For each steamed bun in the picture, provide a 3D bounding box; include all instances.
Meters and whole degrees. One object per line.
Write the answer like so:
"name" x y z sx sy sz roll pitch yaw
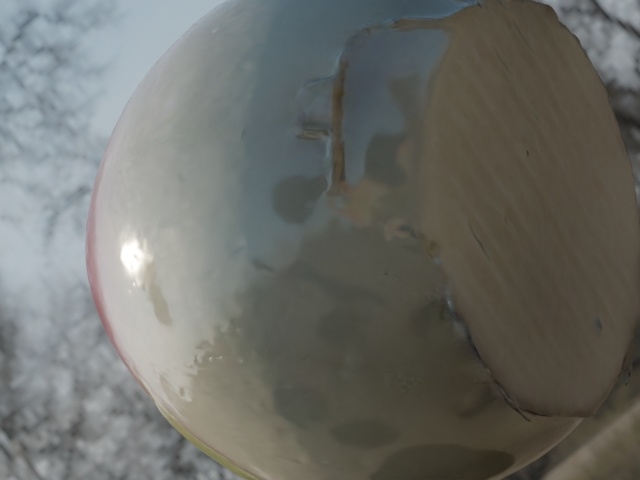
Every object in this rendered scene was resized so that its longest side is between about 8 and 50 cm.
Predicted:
"steamed bun" 0.000 0.000 1.014 0.309 0.309 0.309 -37 -9 -7
